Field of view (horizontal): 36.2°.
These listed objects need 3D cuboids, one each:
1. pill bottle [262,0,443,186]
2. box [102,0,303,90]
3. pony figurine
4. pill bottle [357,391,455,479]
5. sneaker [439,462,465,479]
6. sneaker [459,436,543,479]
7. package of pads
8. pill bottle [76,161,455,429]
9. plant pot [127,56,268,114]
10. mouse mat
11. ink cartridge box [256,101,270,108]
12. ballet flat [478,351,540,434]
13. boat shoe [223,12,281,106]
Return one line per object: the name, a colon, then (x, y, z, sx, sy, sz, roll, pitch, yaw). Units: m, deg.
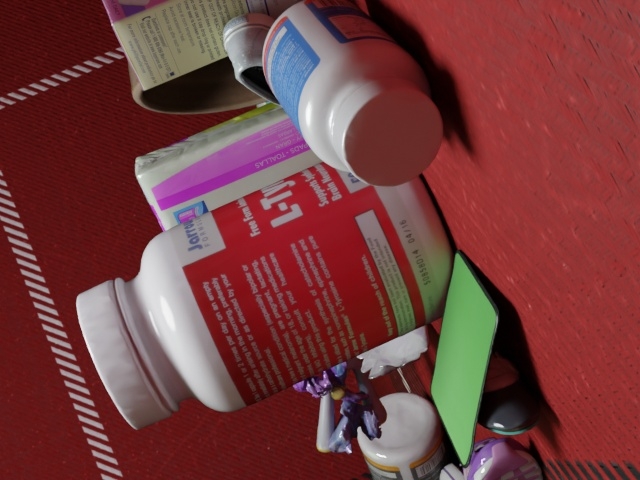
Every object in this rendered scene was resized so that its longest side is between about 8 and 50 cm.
pill bottle: (0.029, -0.137, 0.908, 0.221, 0.124, 0.124, -119, 6, -56)
box: (-0.131, -0.318, 1.070, 0.117, 0.243, 0.213, 76, 170, -62)
pony figurine: (0.031, 0.165, 1.582, 0.351, 0.303, 0.363, -78, -16, -55)
pill bottle: (0.177, 0.436, 1.892, 0.162, 0.162, 0.278, -119, 7, -49)
sneaker: (0.244, 0.554, 1.757, 0.102, 0.161, 0.282, 77, 170, -74)
sneaker: (0.213, 0.287, 1.210, 0.236, 0.095, 0.104, 71, -179, -56)
package of pads: (-0.062, -0.054, 1.291, 0.101, 0.296, 0.229, -117, 4, -66)
pill bottle: (-0.061, 0.059, 1.151, 0.229, 0.408, 0.229, 156, 90, -85)
plant pot: (-0.139, -0.312, 1.288, 0.263, 0.263, 0.229, 104, 153, -83)
mouse mat: (0.148, 0.122, 1.028, 0.152, 0.007, 0.189, -109, 23, -64)
ink cartridge box: (-0.017, -0.154, 1.525, 0.189, 0.097, 0.255, 74, 171, -57)
ballet flat: (0.176, 0.150, 1.047, 0.203, 0.074, 0.074, -135, 21, -84)
boat shoe: (-0.020, -0.165, 1.079, 0.227, 0.079, 0.081, 24, -131, -47)
